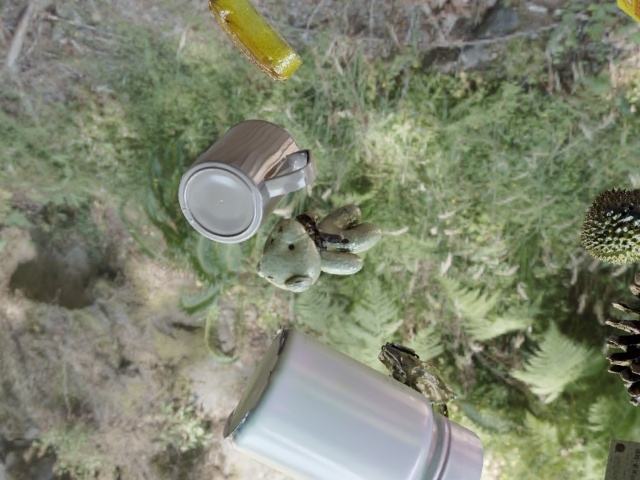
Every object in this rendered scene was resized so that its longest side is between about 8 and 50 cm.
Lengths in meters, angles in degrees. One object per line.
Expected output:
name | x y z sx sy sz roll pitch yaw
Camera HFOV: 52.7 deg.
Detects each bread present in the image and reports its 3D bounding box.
bread | -0.148 -0.460 1.441 0.245 0.094 0.102 47 -177 -10

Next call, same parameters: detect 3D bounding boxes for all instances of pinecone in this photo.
pinecone | 0.651 0.196 1.190 0.264 0.264 0.264 6 172 1

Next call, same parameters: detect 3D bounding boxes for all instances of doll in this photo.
doll | -0.003 -0.003 1.396 0.278 0.149 0.175 -28 -155 -28

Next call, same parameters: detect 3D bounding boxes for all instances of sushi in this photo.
sushi | 0.228 0.358 1.546 0.139 0.131 0.291 23 -165 -20

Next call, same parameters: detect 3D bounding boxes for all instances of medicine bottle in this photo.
medicine bottle | 0.055 0.311 1.050 0.378 0.214 0.213 28 169 -6

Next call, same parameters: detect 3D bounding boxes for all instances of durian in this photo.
durian | 0.765 -0.055 1.606 0.193 0.237 0.138 24 -179 20

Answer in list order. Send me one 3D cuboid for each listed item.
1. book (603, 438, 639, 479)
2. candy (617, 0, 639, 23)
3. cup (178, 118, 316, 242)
book | 0.769 0.542 1.531 0.181 0.127 0.014 -6 140 47
candy | 0.736 -0.521 1.248 0.276 0.146 0.088 -32 143 5
cup | -0.151 -0.133 1.489 0.288 0.208 0.273 17 -148 8
